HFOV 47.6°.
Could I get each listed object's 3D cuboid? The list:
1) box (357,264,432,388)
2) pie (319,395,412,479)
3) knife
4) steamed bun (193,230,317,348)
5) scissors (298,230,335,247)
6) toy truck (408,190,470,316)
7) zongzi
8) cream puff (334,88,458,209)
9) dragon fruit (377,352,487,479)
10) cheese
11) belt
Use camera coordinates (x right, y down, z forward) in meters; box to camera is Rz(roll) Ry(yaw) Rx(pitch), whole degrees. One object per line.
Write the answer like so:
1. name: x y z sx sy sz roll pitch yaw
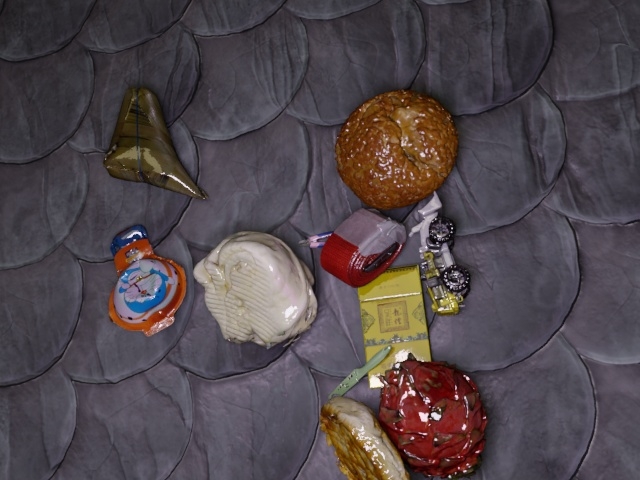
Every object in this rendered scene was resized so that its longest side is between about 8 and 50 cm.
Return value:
1. box: 0.176 0.204 1.717 0.153 0.041 0.279 -9 75 11
2. pie: 0.104 0.466 1.532 0.092 0.315 0.315 -28 71 -18
3. knife: 0.091 0.308 1.691 0.207 0.014 0.030 -46 63 17
4. steamed bun: -0.126 0.102 1.714 0.268 0.207 0.280 -20 96 39
5. scissors: 0.000 0.000 1.815 0.113 0.012 0.039 -7 75 10
6. toy truck: 0.273 0.035 1.685 0.111 0.136 0.286 -15 72 5
7. zongzi: -0.405 -0.259 1.917 0.289 0.123 0.260 13 77 5
8. cream puff: 0.179 -0.229 1.728 0.303 0.212 0.303 -4 68 10
9. dragon fruit: 0.238 0.369 1.545 0.244 0.244 0.299 -22 110 6
10. cheese: -0.449 0.100 1.829 0.217 0.129 0.329 -28 55 -1
11. belt: 0.108 0.019 1.705 0.201 0.128 0.124 -42 46 -18
